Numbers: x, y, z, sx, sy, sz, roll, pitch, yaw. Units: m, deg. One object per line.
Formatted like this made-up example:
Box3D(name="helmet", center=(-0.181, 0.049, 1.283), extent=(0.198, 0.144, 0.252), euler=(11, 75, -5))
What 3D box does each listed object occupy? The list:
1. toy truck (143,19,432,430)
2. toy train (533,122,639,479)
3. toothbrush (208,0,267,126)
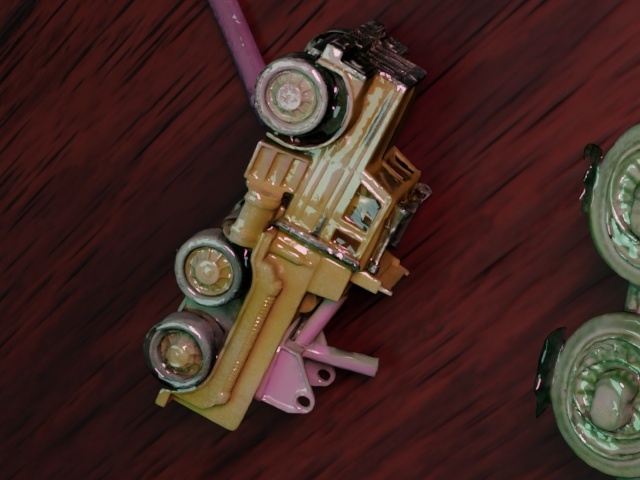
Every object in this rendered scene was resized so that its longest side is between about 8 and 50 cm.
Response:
Box3D(name="toy truck", center=(-0.001, -0.004, 1.027), extent=(0.135, 0.128, 0.260), euler=(25, 112, 9))
Box3D(name="toy train", center=(0.222, 0.035, 0.813), extent=(0.188, 0.132, 0.243), euler=(20, 109, 33))
Box3D(name="toothbrush", center=(-0.102, -0.236, 1.131), extent=(0.024, 0.029, 0.354), euler=(-40, 69, 51))
